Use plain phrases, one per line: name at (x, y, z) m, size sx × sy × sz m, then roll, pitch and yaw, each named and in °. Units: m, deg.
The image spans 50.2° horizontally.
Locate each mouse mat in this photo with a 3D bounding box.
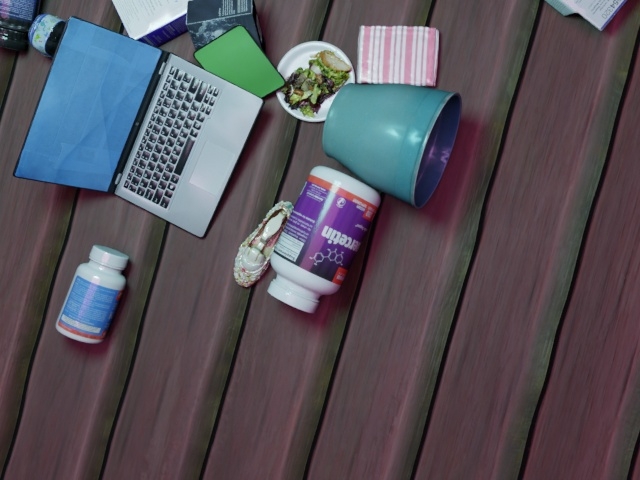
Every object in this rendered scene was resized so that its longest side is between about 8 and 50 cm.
mouse mat at (-0.192, -0.410, 1.633) m, size 0.152 × 0.007 × 0.190 m, roll -23°, pitch 128°, yaw 23°

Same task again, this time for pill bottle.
pill bottle at (0.000, 0.000, 1.605) m, size 0.181 × 0.181 × 0.323 m, roll 25°, pitch 92°, yaw 4°
pill bottle at (-0.761, -0.590, 1.691) m, size 0.122 × 0.123 × 0.219 m, roll 17°, pitch 103°, yaw 4°
pill bottle at (-0.552, 0.129, 1.675) m, size 0.124 × 0.124 × 0.222 m, roll 22°, pitch 92°, yaw 4°

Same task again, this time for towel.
towel at (0.188, -0.451, 1.673) m, size 0.196 × 0.029 × 0.144 m, roll 4°, pitch 90°, yaw 7°

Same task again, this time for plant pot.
plant pot at (0.154, -0.242, 1.569) m, size 0.255 × 0.271 × 0.272 m, roll 22°, pitch 91°, yaw 20°

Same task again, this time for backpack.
backpack at (-0.670, -0.508, 1.695) m, size 0.084 × 0.114 × 0.105 m, roll 28°, pitch 92°, yaw 4°

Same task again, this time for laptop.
laptop at (-0.407, -0.238, 1.571) m, size 0.407 × 0.236 × 0.382 m, roll 27°, pitch 105°, yaw 2°

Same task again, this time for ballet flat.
ballet flat at (-0.143, 0.006, 1.669) m, size 0.091 × 0.077 × 0.241 m, roll 31°, pitch 92°, yaw 3°

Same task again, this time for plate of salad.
plate of salad at (-0.015, -0.393, 1.677) m, size 0.199 × 0.048 × 0.200 m, roll 0°, pitch 90°, yaw 4°

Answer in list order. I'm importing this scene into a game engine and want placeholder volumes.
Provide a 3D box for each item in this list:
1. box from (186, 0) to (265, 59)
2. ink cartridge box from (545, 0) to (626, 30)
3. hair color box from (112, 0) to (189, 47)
box at (-0.222, -0.493, 1.629) m, size 0.158 × 0.156 × 0.093 m, roll -8°, pitch 55°, yaw 5°
ink cartridge box at (0.629, -0.713, 1.620) m, size 0.330 × 0.071 × 0.324 m, roll 40°, pitch 92°, yaw 1°
hair color box at (-0.338, -0.629, 1.675) m, size 0.338 × 0.110 × 0.185 m, roll -26°, pitch 87°, yaw 5°
